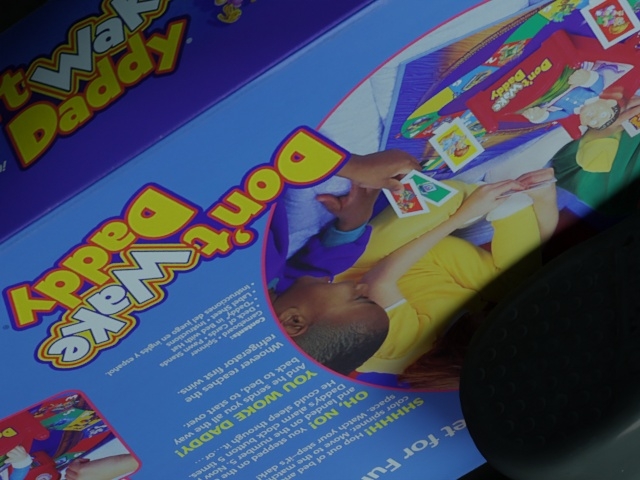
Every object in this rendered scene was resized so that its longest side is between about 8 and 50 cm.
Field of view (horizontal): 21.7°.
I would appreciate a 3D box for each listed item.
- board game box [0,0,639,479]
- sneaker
[{"bbox_3d":[0.000,0.000,0.550,0.347,0.078,0.233,-32,140,11],"label":"board game box"},{"bbox_3d":[0.186,0.011,0.521,0.270,0.090,0.145,-34,141,19],"label":"sneaker"}]
